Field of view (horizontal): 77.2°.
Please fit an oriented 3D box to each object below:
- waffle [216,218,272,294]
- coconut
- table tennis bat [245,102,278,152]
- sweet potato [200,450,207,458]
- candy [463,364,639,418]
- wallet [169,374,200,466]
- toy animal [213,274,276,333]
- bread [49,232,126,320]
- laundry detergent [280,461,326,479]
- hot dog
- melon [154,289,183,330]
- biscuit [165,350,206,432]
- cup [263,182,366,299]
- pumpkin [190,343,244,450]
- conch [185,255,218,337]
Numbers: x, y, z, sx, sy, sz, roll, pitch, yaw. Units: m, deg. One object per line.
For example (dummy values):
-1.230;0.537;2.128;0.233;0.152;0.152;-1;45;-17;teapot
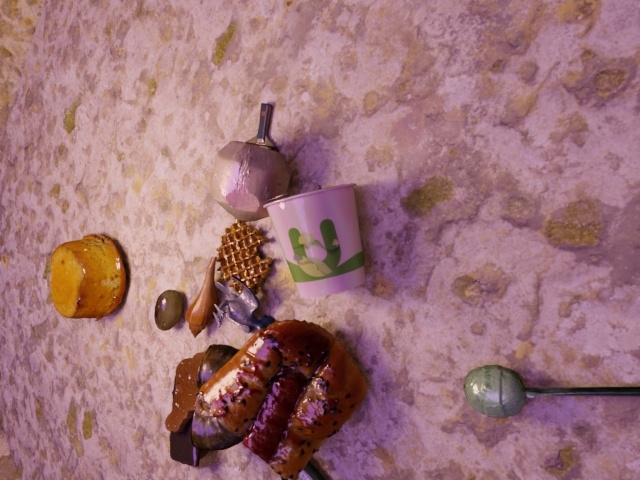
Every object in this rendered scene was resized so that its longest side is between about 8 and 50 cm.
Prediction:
-0.255;0.059;1.325;0.229;0.051;0.231;33;109;25;waffle
-0.211;-0.164;1.173;0.227;0.227;0.230;22;101;29;coconut
-0.193;-0.284;1.289;0.174;0.022;0.300;17;103;28;table tennis bat
-0.427;0.744;1.462;0.058;0.055;0.202;35;110;21;sweet potato
0.532;0.319;0.841;0.440;0.119;0.119;-8;88;25;candy
-0.484;0.646;1.467;0.165;0.042;0.309;-10;74;36;wallet
-0.256;0.228;1.301;0.255;0.177;0.239;59;139;32;toy animal
-0.985;0.152;1.688;0.337;0.204;0.358;21;101;24;bread
-0.067;0.728;1.230;0.222;0.078;0.144;44;116;21;laundry detergent
-0.078;0.405;1.093;0.367;0.196;0.365;44;84;-7;hot dog
-0.569;0.261;1.500;0.099;0.099;0.162;20;102;29;melon
-0.467;0.536;1.430;0.184;0.047;0.319;18;87;38;biscuit
0.000;0.000;1.071;0.253;0.253;0.273;-11;95;31;cup
-0.269;0.506;1.291;0.233;0.242;0.324;8;93;1;pumpkin
-0.391;0.203;1.388;0.093;0.109;0.330;28;107;7;conch
